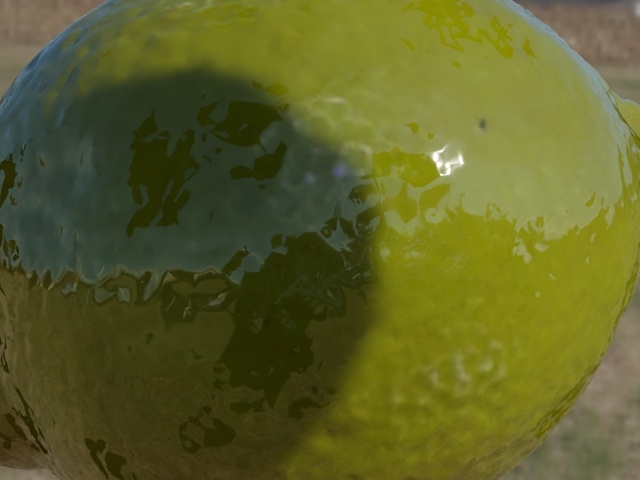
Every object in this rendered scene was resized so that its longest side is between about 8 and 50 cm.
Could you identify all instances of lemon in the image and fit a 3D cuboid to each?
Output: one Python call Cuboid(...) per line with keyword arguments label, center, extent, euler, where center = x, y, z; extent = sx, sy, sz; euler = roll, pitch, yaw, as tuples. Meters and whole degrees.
Cuboid(label="lemon", center=(0.000, 0.000, 0.521), extent=(0.248, 0.184, 0.184), euler=(-21, 16, -14))
